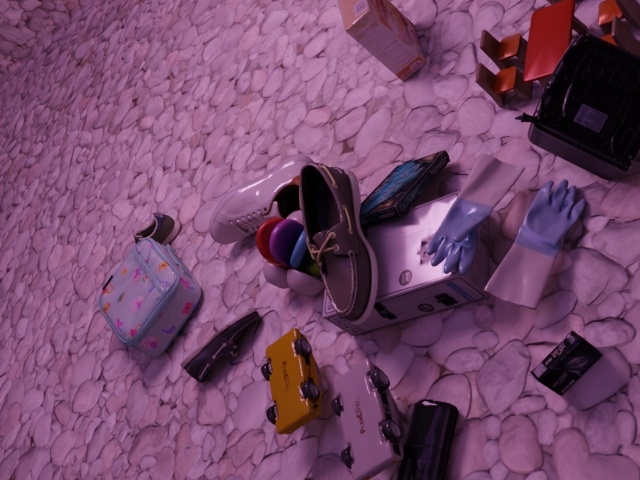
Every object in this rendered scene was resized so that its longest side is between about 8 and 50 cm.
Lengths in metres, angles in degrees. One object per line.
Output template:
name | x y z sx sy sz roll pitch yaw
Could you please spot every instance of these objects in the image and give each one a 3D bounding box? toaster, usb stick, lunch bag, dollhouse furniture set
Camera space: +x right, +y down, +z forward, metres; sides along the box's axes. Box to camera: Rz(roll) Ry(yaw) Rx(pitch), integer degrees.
toaster | 0.408 -0.199 1.252 0.186 0.110 0.168 28 85 10
usb stick | 0.145 0.371 1.242 0.077 0.045 0.278 -1 63 39
lunch bag | -0.400 0.121 1.955 0.224 0.108 0.279 -55 38 3
dollhouse furniture set | 0.393 -0.381 1.420 0.262 0.135 0.259 -12 57 43

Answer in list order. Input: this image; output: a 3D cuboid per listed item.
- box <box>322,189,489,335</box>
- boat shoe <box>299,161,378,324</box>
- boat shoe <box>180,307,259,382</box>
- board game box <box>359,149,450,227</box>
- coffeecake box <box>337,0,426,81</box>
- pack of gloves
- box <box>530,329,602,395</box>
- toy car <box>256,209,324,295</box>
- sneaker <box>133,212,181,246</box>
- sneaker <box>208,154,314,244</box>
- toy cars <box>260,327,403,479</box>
box | 0.142 0.045 1.436 0.290 0.087 0.169 -20 51 38
boat shoe | 0.022 0.000 1.427 0.109 0.091 0.305 -35 50 37
boat shoe | -0.195 0.216 1.724 0.206 0.075 0.065 -40 84 14
board game box | 0.141 -0.092 1.504 0.126 0.026 0.186 -15 25 48
coffeecake box | 0.123 -0.435 1.711 0.068 0.185 0.142 -35 43 26
pack of gloves | 0.283 -0.029 1.286 0.195 0.046 0.232 20 67 28
box | 0.338 0.169 1.153 0.083 0.067 0.018 -48 38 11
toy car | -0.052 0.010 1.611 0.182 0.136 0.159 13 74 51
sneaker | -0.438 0.009 2.092 0.192 0.086 0.064 -51 38 9
sneaker | -0.128 -0.063 1.789 0.290 0.106 0.123 -36 40 23
toy cars | 0.026 0.273 1.399 0.394 0.087 0.176 15 76 53
